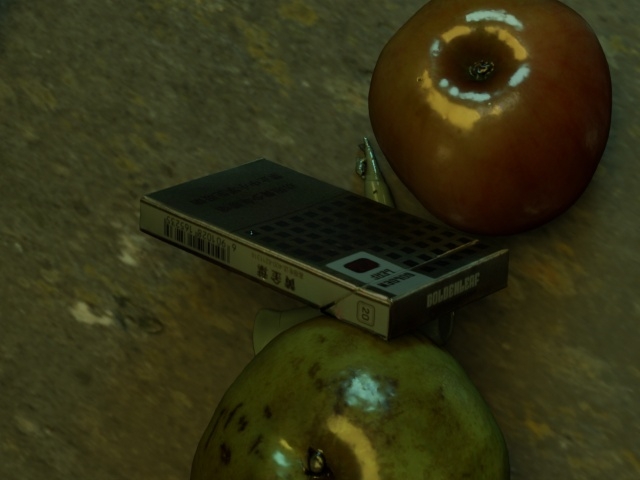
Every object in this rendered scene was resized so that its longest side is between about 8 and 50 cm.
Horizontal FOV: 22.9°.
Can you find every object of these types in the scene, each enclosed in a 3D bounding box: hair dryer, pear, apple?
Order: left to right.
[{"bbox_3d":[0.029,0.008,1.634,0.206,0.075,0.237,-7,71,18],"label":"hair dryer"},{"bbox_3d":[0.028,0.221,1.459,0.304,0.304,0.304,-2,79,12],"label":"pear"},{"bbox_3d":[0.169,-0.132,1.526,0.242,0.241,0.242,-3,78,15],"label":"apple"}]

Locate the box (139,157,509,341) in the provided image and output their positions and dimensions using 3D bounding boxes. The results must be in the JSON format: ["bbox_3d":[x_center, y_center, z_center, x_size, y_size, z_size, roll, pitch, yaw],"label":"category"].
[{"bbox_3d":[0.000,0.000,1.525,0.325,0.180,0.047,23,119,36],"label":"box"}]
